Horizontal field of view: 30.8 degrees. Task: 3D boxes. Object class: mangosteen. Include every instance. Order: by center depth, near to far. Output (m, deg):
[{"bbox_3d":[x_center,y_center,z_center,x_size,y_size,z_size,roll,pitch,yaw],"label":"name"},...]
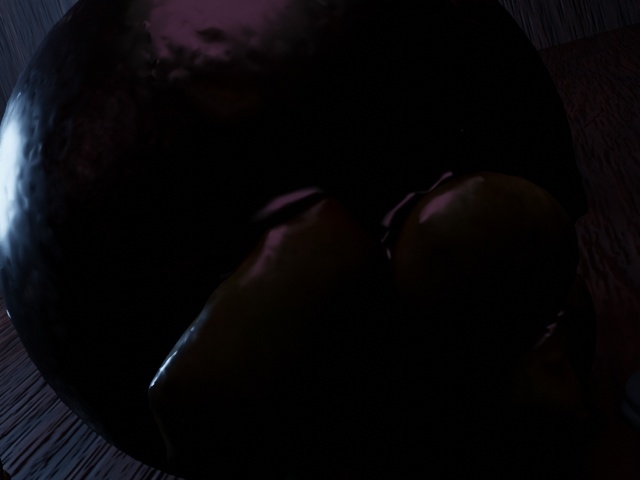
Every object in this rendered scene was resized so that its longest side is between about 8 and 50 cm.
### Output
[{"bbox_3d":[0.000,0.000,0.586,0.307,0.306,0.347,-20,43,-20],"label":"mangosteen"}]

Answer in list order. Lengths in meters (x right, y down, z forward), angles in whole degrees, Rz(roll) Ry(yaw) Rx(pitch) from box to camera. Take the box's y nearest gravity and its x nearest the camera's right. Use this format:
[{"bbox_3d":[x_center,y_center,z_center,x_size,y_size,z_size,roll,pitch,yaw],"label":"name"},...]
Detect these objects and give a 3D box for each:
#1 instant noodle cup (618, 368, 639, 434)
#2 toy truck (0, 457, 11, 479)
[{"bbox_3d":[0.204,0.079,0.391,0.157,0.070,0.179,-16,10,-4],"label":"instant noodle cup"},{"bbox_3d":[-0.197,0.142,0.420,0.207,0.173,0.387,-13,13,-14],"label":"toy truck"}]
